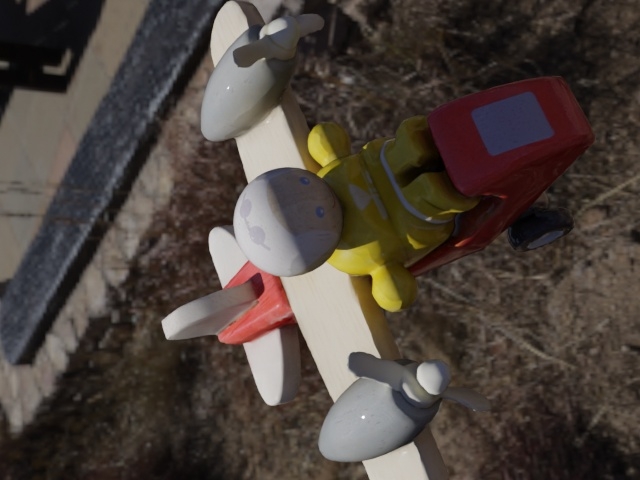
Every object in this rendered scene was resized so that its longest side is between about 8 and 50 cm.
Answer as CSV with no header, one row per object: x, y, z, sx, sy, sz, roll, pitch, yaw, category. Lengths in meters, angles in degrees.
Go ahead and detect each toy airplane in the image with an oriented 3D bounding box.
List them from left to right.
0.000,0.000,0.931,0.386,0.272,0.384,22,96,30,toy airplane
